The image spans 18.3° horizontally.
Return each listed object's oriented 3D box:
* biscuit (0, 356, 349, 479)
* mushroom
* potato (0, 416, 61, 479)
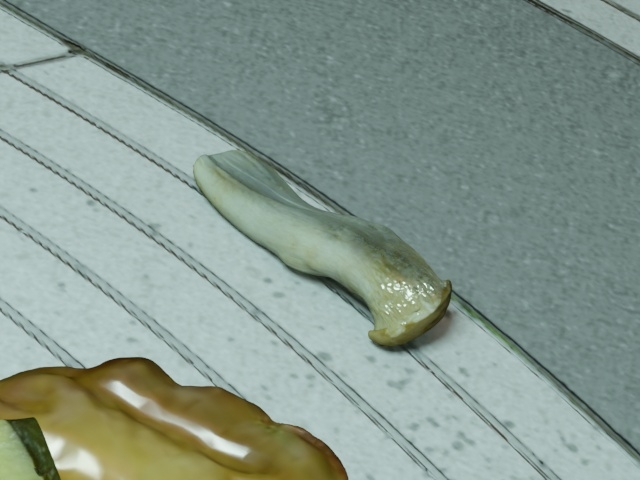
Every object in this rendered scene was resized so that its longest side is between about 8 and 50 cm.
[{"bbox_3d":[-0.102,0.192,0.935,0.325,0.107,0.326,11,35,-8],"label":"biscuit"},{"bbox_3d":[-0.003,0.001,1.274,0.202,0.054,0.059,33,33,26],"label":"mushroom"},{"bbox_3d":[-0.162,0.129,0.859,0.103,0.066,0.096,-6,29,-18],"label":"potato"}]
